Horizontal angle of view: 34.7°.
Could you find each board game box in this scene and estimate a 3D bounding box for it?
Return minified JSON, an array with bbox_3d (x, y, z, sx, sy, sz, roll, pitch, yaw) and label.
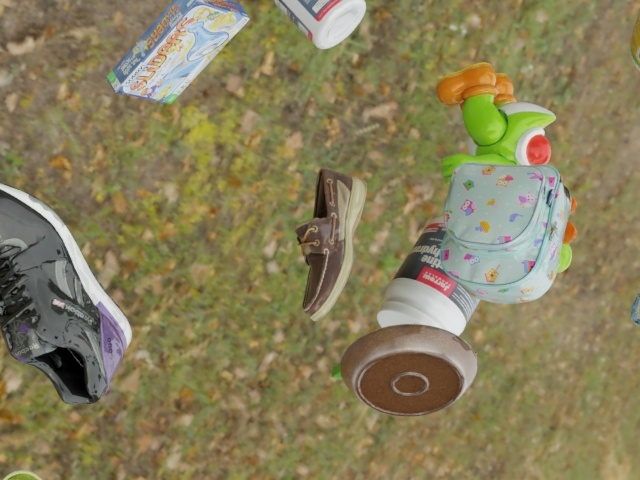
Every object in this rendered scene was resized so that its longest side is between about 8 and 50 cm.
[{"bbox_3d":[-0.220,-0.298,1.581,0.201,0.035,0.136,-42,159,24],"label":"board game box"}]

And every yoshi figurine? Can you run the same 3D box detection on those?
[{"bbox_3d":[0.288,-0.096,1.708,0.204,0.362,0.203,-14,163,-13],"label":"yoshi figurine"}]

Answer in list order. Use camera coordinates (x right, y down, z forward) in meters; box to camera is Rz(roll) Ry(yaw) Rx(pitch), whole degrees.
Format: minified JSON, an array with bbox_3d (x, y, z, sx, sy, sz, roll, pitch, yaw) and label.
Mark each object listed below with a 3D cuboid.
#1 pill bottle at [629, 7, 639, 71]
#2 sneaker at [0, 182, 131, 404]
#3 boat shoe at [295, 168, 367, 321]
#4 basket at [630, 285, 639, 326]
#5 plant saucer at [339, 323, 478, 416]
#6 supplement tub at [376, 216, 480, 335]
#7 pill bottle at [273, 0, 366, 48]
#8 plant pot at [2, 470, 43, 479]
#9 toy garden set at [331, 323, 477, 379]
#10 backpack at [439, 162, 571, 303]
[{"bbox_3d":[0.568,-0.362,1.590,0.136,0.136,0.245,-56,162,-17],"label":"pill bottle"},{"bbox_3d":[-0.311,0.062,1.118,0.283,0.107,0.124,54,24,-28],"label":"sneaker"},{"bbox_3d":[0.000,0.000,2.099,0.123,0.123,0.342,-39,-149,58],"label":"boat shoe"},{"bbox_3d":[0.539,0.077,1.217,0.255,0.289,0.201,22,89,-33],"label":"basket"},{"bbox_3d":[0.107,0.165,1.242,0.029,0.169,0.168,-87,175,-45],"label":"plant saucer"},{"bbox_3d":[0.263,0.100,2.273,0.272,0.191,0.191,-56,153,-24],"label":"supplement tub"},{"bbox_3d":[-0.022,-0.409,1.663,0.108,0.180,0.108,-39,167,-11],"label":"pill bottle"},{"bbox_3d":[-0.389,0.333,1.263,0.083,0.079,0.083,31,47,-41],"label":"plant pot"},{"bbox_3d":[0.160,0.198,1.753,0.244,0.204,0.049,138,-39,-57],"label":"toy garden set"},{"bbox_3d":[0.248,-0.013,1.406,0.144,0.166,0.188,31,67,-60],"label":"backpack"}]
